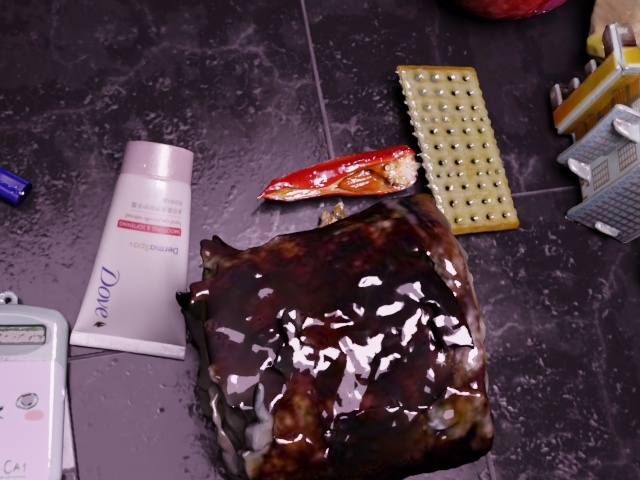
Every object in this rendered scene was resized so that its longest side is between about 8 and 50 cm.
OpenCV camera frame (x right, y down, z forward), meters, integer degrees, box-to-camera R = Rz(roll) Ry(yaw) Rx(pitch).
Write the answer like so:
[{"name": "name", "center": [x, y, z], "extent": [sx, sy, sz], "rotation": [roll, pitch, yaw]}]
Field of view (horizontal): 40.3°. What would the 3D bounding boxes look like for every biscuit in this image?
[{"name": "biscuit", "center": [0.179, -0.120, 1.130], "extent": [0.139, 0.016, 0.232], "rotation": [-6, 77, -33]}]

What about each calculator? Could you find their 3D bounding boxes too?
[{"name": "calculator", "center": [-0.355, 0.177, 0.971], "extent": [0.141, 0.045, 0.246], "rotation": [2, 75, -10]}]

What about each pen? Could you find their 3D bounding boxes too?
[{"name": "pen", "center": [-0.466, -0.117, 1.028], "extent": [0.269, 0.033, 0.033], "rotation": [29, 73, -2]}]

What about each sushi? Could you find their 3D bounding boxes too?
[{"name": "sushi", "center": [0.016, 0.125, 0.920], "extent": [0.294, 0.281, 0.299], "rotation": [-10, 51, -14]}]

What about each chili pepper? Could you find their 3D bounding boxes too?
[{"name": "chili pepper", "center": [0.045, -0.083, 1.103], "extent": [0.267, 0.050, 0.059], "rotation": [-12, 121, -13]}]

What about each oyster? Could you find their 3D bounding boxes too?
[{"name": "oyster", "center": [0.000, 0.000, 1.090], "extent": [0.083, 0.038, 0.081], "rotation": [-14, 67, 13]}]

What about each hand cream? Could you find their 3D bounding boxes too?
[{"name": "hand cream", "center": [-0.211, 0.010, 1.026], "extent": [0.133, 0.083, 0.248], "rotation": [7, 85, -6]}]

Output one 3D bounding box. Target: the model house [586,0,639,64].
[{"name": "model house", "center": [0.461, -0.330, 1.138], "extent": [0.234, 0.193, 0.175], "rotation": [-32, 58, -19]}]

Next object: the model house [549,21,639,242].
[{"name": "model house", "center": [0.417, -0.130, 1.094], "extent": [0.198, 0.224, 0.215], "rotation": [1, 73, -12]}]

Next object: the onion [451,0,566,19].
[{"name": "onion", "center": [0.252, -0.421, 1.118], "extent": [0.276, 0.276, 0.276], "rotation": [2, 76, -9]}]
